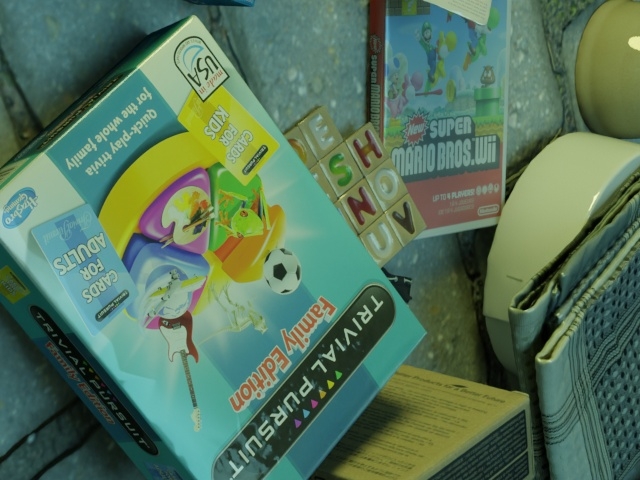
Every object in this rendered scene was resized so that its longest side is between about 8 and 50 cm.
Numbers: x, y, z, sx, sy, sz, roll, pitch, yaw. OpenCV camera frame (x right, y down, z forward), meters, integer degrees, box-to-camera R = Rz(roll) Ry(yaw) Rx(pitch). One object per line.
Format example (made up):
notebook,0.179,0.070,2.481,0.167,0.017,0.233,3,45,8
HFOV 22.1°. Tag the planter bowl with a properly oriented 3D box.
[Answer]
planter bowl,0.376,-0.189,1.835,0.162,0.109,0.162,-11,105,-48

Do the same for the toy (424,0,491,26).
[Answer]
toy,0.107,-0.321,1.528,0.137,0.056,0.237,20,71,-20

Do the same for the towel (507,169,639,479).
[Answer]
towel,0.309,0.112,1.694,0.312,0.056,0.324,-41,132,-35

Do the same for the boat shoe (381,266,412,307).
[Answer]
boat shoe,0.048,0.038,1.556,0.125,0.046,0.038,23,77,-48

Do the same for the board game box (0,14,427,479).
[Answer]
board game box,-0.096,0.033,1.291,0.336,0.079,0.254,53,57,-18

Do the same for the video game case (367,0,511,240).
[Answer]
video game case,0.119,-0.146,1.617,0.204,0.025,0.285,-10,105,-47

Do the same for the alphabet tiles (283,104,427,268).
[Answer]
alphabet tiles,0.000,0.000,1.479,0.237,0.009,0.198,-40,108,-36

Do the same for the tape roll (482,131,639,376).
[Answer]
tape roll,0.295,0.029,1.773,0.286,0.100,0.286,-24,122,-45

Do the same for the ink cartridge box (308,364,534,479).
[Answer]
ink cartridge box,0.039,0.186,1.432,0.193,0.235,0.088,-27,117,-42

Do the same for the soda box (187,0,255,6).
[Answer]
soda box,-0.139,-0.237,1.270,0.210,0.071,0.067,10,90,-49
